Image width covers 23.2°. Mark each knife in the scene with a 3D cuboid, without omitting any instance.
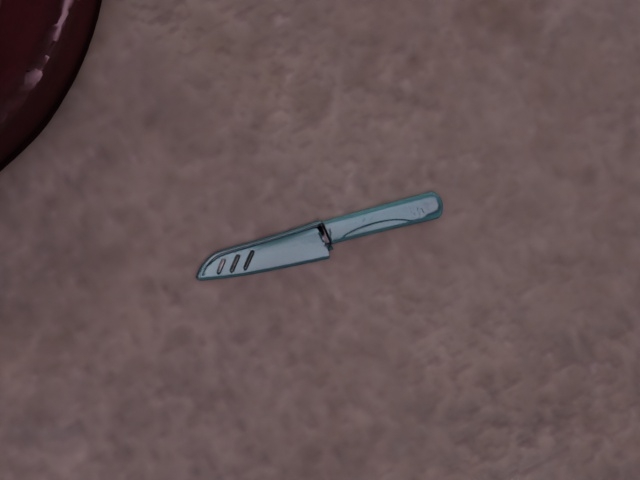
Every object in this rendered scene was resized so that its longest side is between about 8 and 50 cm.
[{"bbox_3d":[0.000,0.000,0.547,0.091,0.005,0.014,-15,93,-6],"label":"knife"}]

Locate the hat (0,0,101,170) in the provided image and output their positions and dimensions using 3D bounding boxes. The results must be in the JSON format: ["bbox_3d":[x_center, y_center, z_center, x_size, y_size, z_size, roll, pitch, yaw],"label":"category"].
[{"bbox_3d":[-0.160,-0.093,0.465,0.205,0.089,0.205,-14,112,-40],"label":"hat"}]
